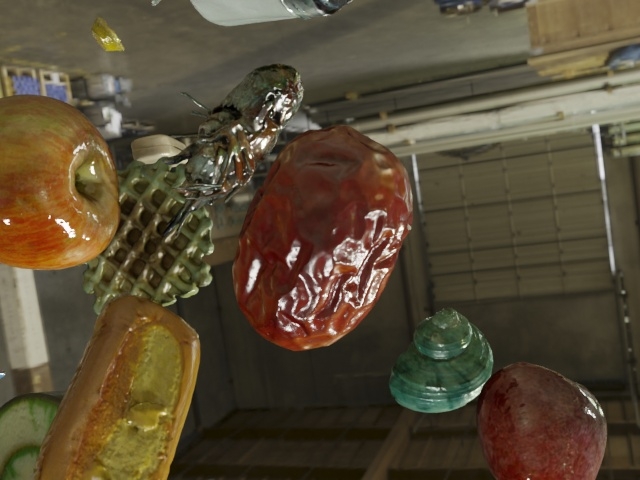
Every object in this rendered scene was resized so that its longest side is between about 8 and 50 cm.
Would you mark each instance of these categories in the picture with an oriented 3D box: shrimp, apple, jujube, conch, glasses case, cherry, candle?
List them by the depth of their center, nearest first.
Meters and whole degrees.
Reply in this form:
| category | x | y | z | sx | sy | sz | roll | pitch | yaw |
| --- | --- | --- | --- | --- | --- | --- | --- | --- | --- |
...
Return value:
| category | x | y | z | sx | sy | sz | roll | pitch | yaw |
| --- | --- | --- | --- | --- | --- | --- | --- | --- | --- |
| jujube | 0.000 | 0.000 | 0.776 | 0.174 | 0.250 | 0.174 | 25 | -157 | -11 |
| cherry | 0.363 | 0.334 | 1.205 | 0.239 | 0.239 | 0.206 | -12 | -164 | -43 |
| candle | -0.106 | -0.480 | 1.210 | 0.343 | 0.221 | 0.221 | 5 | -170 | 29 |
| apple | -0.501 | -0.096 | 1.215 | 0.302 | 0.301 | 0.301 | -8 | -176 | 1 |
| shrimp | -0.179 | -0.165 | 1.219 | 0.372 | 0.172 | 0.137 | -41 | 150 | 9 |
| conch | 0.235 | 0.224 | 1.359 | 0.196 | 0.202 | 0.134 | -6 | -178 | -22 |
| glasses case | -0.337 | -0.185 | 1.506 | 0.083 | 0.050 | 0.196 | -9 | -179 | 4 |

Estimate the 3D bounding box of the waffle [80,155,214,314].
| category | x | y | z | sx | sy | sz | roll | pitch | yaw |
| --- | --- | --- | --- | --- | --- | --- | --- | --- | --- |
| waffle | -0.341 | -0.008 | 1.362 | 0.310 | 0.291 | 0.056 | -15 | 172 | 19 |

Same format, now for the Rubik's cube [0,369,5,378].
| category | x | y | z | sx | sy | sz | roll | pitch | yaw |
| --- | --- | --- | --- | --- | --- | --- | --- | --- | --- |
| Rubik's cube | -0.867 | 0.335 | 1.751 | 0.178 | 0.211 | 0.190 | -2 | 167 | -28 |

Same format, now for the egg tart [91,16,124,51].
| category | x | y | z | sx | sy | sz | roll | pitch | yaw |
| --- | --- | --- | --- | --- | --- | --- | --- | --- | --- |
| egg tart | -0.513 | -0.486 | 1.700 | 0.039 | 0.105 | 0.105 | -40 | -168 | -12 |

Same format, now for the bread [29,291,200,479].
| category | x | y | z | sx | sy | sz | roll | pitch | yaw |
| --- | --- | --- | --- | --- | --- | --- | --- | --- | --- |
| bread | -0.252 | 0.216 | 0.895 | 0.153 | 0.288 | 0.119 | 29 | 136 | -18 |

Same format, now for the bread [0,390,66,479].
| category | x | y | z | sx | sy | sz | roll | pitch | yaw |
| --- | --- | --- | --- | --- | --- | --- | --- | --- | --- |
| bread | -0.507 | 0.470 | 1.363 | 0.382 | 0.366 | 0.129 | -37 | 156 | 18 |
